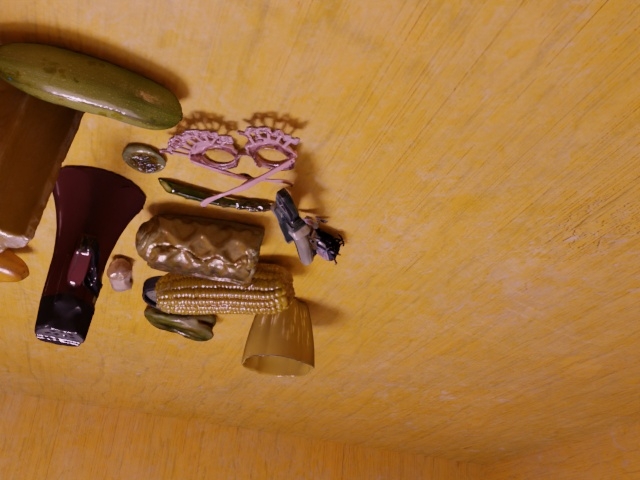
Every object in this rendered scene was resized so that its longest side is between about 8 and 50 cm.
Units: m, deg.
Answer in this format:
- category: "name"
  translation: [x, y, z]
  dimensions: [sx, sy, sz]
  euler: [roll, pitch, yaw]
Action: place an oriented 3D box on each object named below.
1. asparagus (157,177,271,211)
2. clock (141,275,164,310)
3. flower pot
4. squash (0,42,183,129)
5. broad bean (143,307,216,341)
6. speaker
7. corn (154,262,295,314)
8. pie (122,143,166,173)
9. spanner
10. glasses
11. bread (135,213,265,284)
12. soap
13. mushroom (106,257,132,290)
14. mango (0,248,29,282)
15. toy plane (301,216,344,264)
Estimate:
- category: "asparagus"
  translation: [-0.209, -0.084, 1.462]
  dimensions: [0.236, 0.027, 0.034]
  euler: [12, 141, -13]
- category: "clock"
  translation: [-0.381, 0.149, 1.940]
  dimensions: [0.185, 0.040, 0.184]
  euler: [4, 154, 2]
- category: "flower pot"
  translation: [-0.105, 0.252, 1.939]
  dimensions: [0.195, 0.179, 0.195]
  euler: [4, 155, 2]
- category: "squash"
  translation: [-0.372, -0.242, 1.116]
  dimensions: [0.341, 0.094, 0.094]
  euler: [16, 151, -20]
- category: "broad bean"
  translation: [-0.400, 0.233, 2.075]
  dimensions: [0.207, 0.072, 0.153]
  euler: [9, 154, -7]
- category: "speaker"
  translation: [-0.435, 0.019, 1.407]
  dimensions: [0.259, 0.329, 0.198]
  euler: [-24, 142, 33]
- category: "corn"
  translation: [-0.232, 0.117, 1.753]
  dimensions: [0.345, 0.131, 0.131]
  euler: [-2, 152, 15]
- category: "pie"
  translation: [-0.330, -0.152, 1.362]
  dimensions: [0.085, 0.017, 0.085]
  euler: [4, 153, 2]
- category: "spanner"
  translation: [-0.056, -0.033, 1.438]
  dimensions: [0.040, 0.095, 0.325]
  euler: [-36, 163, -8]
- category: "glasses"
  translation: [-0.153, -0.137, 1.276]
  dimensions: [0.256, 0.095, 0.162]
  euler: [-3, 152, 9]
- category: "bread"
  translation: [-0.258, 0.016, 1.561]
  dimensions: [0.268, 0.129, 0.152]
  euler: [9, 162, -8]
- category: "soap"
  translation: [-0.535, -0.115, 1.185]
  dimensions: [0.259, 0.281, 0.143]
  euler: [-13, 146, 31]
- category: "mushroom"
  translation: [-0.507, 0.097, 1.855]
  dimensions: [0.059, 0.054, 0.202]
  euler: [9, 158, -11]
- category: "mango"
  translation: [-0.833, 0.055, 1.772]
  dimensions: [0.262, 0.108, 0.157]
  euler: [-5, 142, 9]
- category: "toy plane"
  translation: [0.001, 0.000, 1.564]
  dimensions: [0.078, 0.053, 0.197]
  euler: [17, 161, 19]
